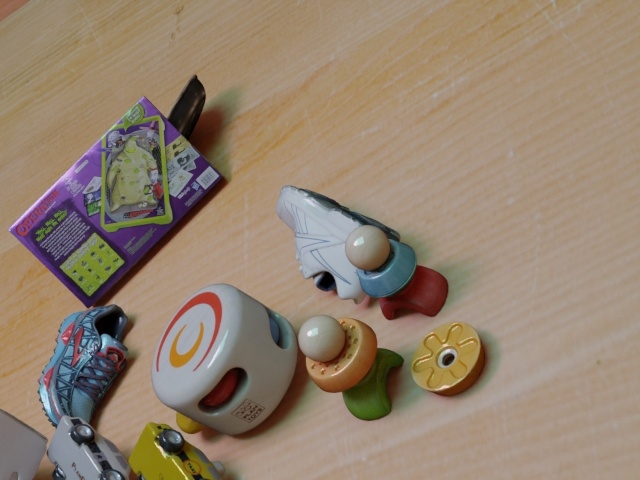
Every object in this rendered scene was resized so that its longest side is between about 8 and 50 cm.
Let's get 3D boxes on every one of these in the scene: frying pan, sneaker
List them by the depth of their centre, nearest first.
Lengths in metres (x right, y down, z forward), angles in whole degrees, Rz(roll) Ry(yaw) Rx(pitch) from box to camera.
[{"bbox_3d":[0.000,0.000,1.591,0.297,0.111,0.129,33,102,61],"label":"sneaker"},{"bbox_3d":[-0.384,0.204,1.763,0.125,0.104,0.262,-24,42,23],"label":"sneaker"},{"bbox_3d":[-0.295,-0.179,2.013,0.326,0.053,0.197,-66,4,-35],"label":"frying pan"}]

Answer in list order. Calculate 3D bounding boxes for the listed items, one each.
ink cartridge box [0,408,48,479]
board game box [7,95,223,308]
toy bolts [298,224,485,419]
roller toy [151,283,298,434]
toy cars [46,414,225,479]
[{"bbox_3d":[-0.578,0.367,1.622,0.278,0.117,0.201,-9,49,38],"label":"ink cartridge box"},{"bbox_3d":[-0.371,-0.069,1.934,0.347,0.208,0.056,-44,9,0],"label":"board game box"},{"bbox_3d":[0.091,0.089,1.370,0.218,0.158,0.228,-14,47,35],"label":"toy bolts"},{"bbox_3d":[-0.133,0.174,1.514,0.191,0.146,0.209,-8,55,51],"label":"roller toy"},{"bbox_3d":[-0.250,0.341,1.512,0.393,0.087,0.176,-5,87,43],"label":"toy cars"}]
